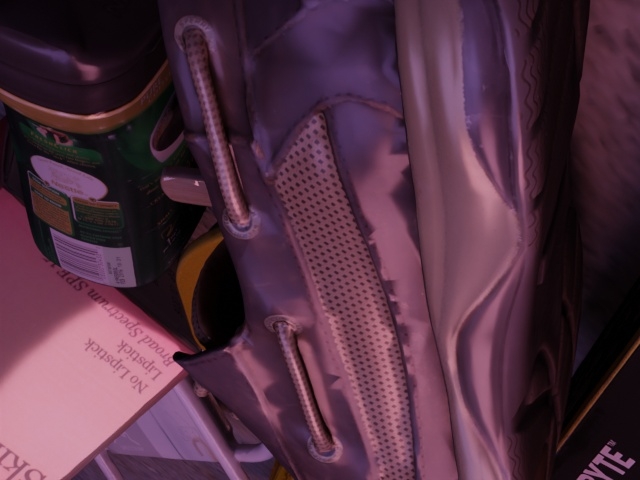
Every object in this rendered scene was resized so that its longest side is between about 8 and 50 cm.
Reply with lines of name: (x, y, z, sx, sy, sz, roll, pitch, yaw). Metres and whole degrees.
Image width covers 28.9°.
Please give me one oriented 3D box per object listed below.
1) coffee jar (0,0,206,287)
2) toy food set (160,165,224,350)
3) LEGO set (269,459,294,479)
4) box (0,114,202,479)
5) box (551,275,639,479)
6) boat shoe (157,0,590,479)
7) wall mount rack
coffee jar: (-0.092, -0.061, 0.533, 0.079, 0.096, 0.184, 21, 152, 9)
toy food set: (0.000, 0.000, 0.588, 0.128, 0.071, 0.218, 3, 152, 3)
LEGO set: (0.003, 0.226, 0.911, 0.107, 0.132, 0.287, 24, 148, -4)
box: (-0.200, 0.069, 0.695, 0.148, 0.232, 0.127, 44, -171, -24)
box: (0.231, 0.089, 0.473, 0.257, 0.079, 0.322, 26, 153, 8)
boat shoe: (0.022, 0.018, 0.445, 0.130, 0.132, 0.355, 8, 131, 17)
wall mount rack: (-0.198, 0.105, 0.904, 0.350, 0.130, 0.304, -9, 117, 52)
